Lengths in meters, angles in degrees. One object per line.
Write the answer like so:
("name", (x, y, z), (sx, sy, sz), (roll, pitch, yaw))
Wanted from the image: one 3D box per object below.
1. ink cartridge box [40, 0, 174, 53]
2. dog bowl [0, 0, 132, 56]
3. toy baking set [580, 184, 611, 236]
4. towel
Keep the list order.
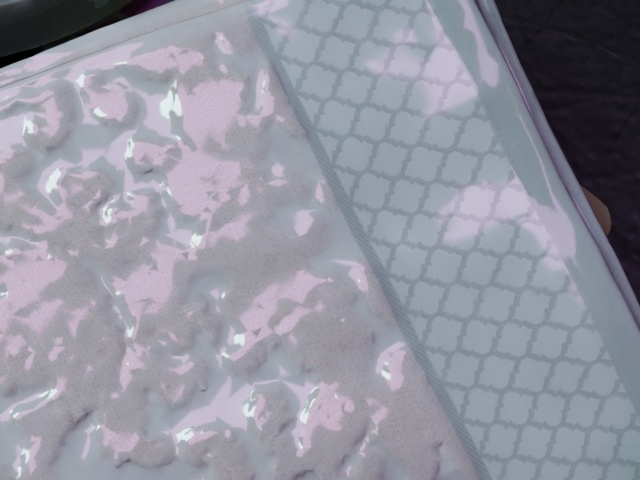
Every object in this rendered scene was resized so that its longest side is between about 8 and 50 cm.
("ink cartridge box", (-0.080, -0.070, 0.611), (0.109, 0.062, 0.209), (13, 68, 2))
("dog bowl", (-0.193, -0.225, 0.576), (0.349, 0.102, 0.348), (3, 57, -5))
("toy baking set", (-0.004, -0.006, 0.558), (0.256, 0.030, 0.196), (-27, 97, -13))
("towel", (-0.017, 0.065, 0.502), (0.317, 0.053, 0.332), (-27, 92, -13))
